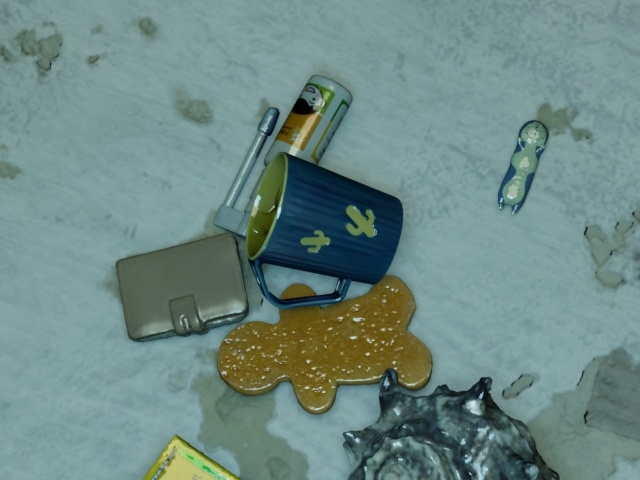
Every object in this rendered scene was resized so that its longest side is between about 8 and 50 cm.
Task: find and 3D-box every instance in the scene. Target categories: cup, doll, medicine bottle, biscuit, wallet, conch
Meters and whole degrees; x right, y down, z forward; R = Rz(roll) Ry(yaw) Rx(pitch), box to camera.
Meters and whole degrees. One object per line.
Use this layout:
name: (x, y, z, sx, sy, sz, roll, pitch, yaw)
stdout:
cup: (0.000, 0.000, 1.854, 0.155, 0.131, 0.176, 15, 98, -15)
doll: (0.247, -0.090, 1.941, 0.037, 0.027, 0.125, 20, 76, 0)
medicine bottle: (-0.049, -0.101, 1.942, 0.092, 0.061, 0.220, 23, 79, 28)
biscuit: (0.000, 0.128, 1.886, 0.250, 0.036, 0.165, -12, 65, -2)
wallet: (-0.165, 0.060, 1.906, 0.153, 0.039, 0.118, -11, 67, 3)
conch: (0.143, 0.289, 1.763, 0.241, 0.186, 0.313, -41, 77, -7)

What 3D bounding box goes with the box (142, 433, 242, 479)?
box: (-0.095, 0.385, 1.797, 0.301, 0.084, 0.193, 33, 79, 10)
